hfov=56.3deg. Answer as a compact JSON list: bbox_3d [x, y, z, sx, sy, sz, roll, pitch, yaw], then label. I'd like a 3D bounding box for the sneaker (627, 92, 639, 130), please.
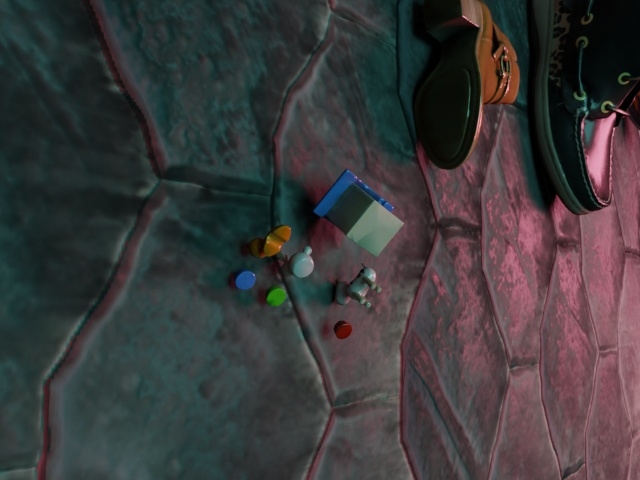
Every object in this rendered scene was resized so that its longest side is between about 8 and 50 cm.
[{"bbox_3d":[0.622,-0.317,1.056,0.180,0.125,0.320,-107,175,-84],"label":"sneaker"}]

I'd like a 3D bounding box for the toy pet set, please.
[{"bbox_3d":[0.000,0.000,0.473,0.122,0.065,0.114,34,98,-37],"label":"toy pet set"}]

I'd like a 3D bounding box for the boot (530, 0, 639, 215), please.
[{"bbox_3d":[0.435,-0.232,0.779,0.138,0.284,0.376,3,84,-47],"label":"boot"}]

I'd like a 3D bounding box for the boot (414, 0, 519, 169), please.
[{"bbox_3d":[0.171,-0.164,0.648,0.152,0.073,0.196,7,85,-51],"label":"boot"}]
